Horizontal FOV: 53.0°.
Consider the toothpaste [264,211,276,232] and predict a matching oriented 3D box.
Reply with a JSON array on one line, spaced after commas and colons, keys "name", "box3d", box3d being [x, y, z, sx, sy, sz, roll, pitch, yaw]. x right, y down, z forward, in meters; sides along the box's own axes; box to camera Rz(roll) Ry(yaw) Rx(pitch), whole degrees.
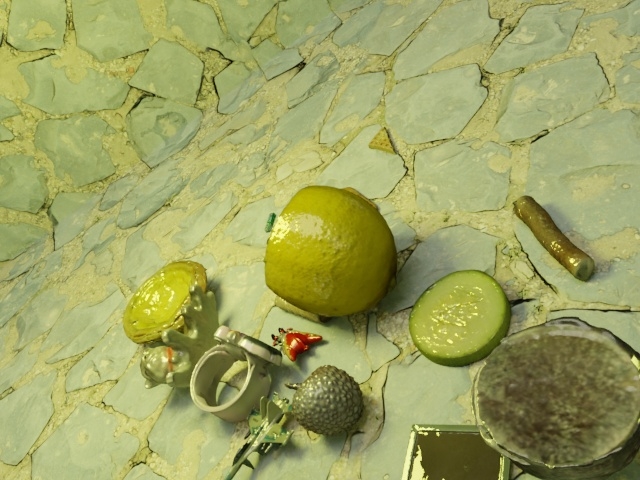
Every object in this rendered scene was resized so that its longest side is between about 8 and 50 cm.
[{"name": "toothpaste", "box3d": [-0.179, -0.064, 2.282, 0.020, 0.017, 0.083, -14, 42, 30]}]

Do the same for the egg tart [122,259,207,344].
[{"name": "egg tart", "box3d": [-0.497, 0.221, 2.152, 0.345, 0.132, 0.345, -25, 38, 21]}]

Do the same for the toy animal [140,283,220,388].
[{"name": "toy animal", "box3d": [-0.422, 0.297, 1.924, 0.188, 0.266, 0.307, -28, 68, 34]}]

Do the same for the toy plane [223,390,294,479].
[{"name": "toy plane", "box3d": [-0.156, 0.503, 1.596, 0.192, 0.088, 0.261, 12, 69, 54]}]

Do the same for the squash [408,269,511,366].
[{"name": "squash", "box3d": [0.328, 0.185, 1.535, 0.252, 0.049, 0.252, -23, 39, 21]}]

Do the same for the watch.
[{"name": "watch", "box3d": [-0.232, 0.364, 1.725, 0.244, 0.196, 0.231, 11, 64, 40]}]

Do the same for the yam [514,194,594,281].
[{"name": "yam", "box3d": [0.554, -0.010, 1.540, 0.066, 0.066, 0.299, -33, 37, 9]}]

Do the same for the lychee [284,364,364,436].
[{"name": "lychee", "box3d": [0.006, 0.372, 1.515, 0.197, 0.165, 0.165, 31, 71, 19]}]

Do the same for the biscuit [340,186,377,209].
[{"name": "biscuit", "box3d": [0.096, -0.109, 2.079, 0.118, 0.029, 0.247, -41, 36, -4]}]

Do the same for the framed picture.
[{"name": "framed picture", "box3d": [0.261, 0.503, 1.273, 0.232, 0.019, 0.296, -9, 44, 34]}]

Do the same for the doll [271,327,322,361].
[{"name": "doll", "box3d": [-0.078, 0.282, 1.785, 0.109, 0.057, 0.169, -35, 19, -25]}]

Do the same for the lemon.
[{"name": "lemon", "box3d": [0.048, 0.039, 1.711, 0.364, 0.364, 0.364, -24, 38, 20]}]

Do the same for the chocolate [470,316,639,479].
[{"name": "chocolate", "box3d": [0.443, 0.317, 1.147, 0.303, 0.213, 0.303, -20, 39, 17]}]

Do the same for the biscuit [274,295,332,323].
[{"name": "biscuit", "box3d": [-0.053, 0.192, 1.859, 0.061, 0.055, 0.219, -24, 25, -34]}]

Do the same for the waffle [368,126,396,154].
[{"name": "waffle", "box3d": [0.237, -0.345, 2.217, 0.097, 0.023, 0.153, -48, 35, -11]}]
